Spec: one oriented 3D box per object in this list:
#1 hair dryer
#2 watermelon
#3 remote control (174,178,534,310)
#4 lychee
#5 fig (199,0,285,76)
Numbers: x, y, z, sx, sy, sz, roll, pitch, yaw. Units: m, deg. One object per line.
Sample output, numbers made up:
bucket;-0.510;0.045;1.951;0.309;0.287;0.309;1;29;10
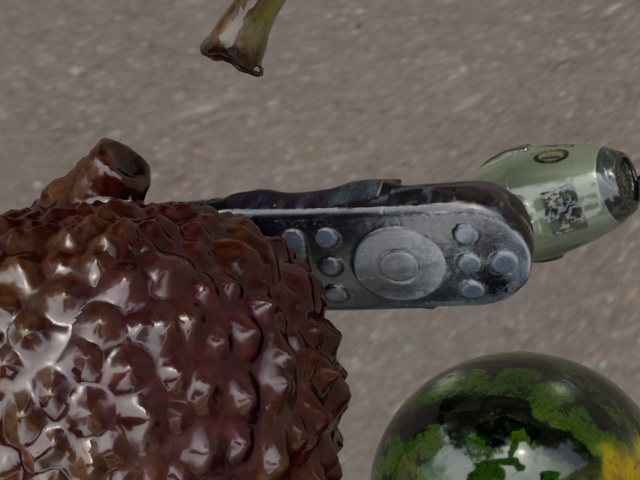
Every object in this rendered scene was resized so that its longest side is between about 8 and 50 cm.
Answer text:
hair dryer;0.091;0.002;1.427;0.219;0.225;0.088;-9;106;49
watermelon;0.167;0.218;1.675;0.269;0.269;0.269;5;104;20
remote control;0.000;0.000;1.234;0.265;0.066;0.090;-2;122;9
lychee;-0.133;0.109;1.098;0.306;0.306;0.330;1;87;21
fig;0.060;-0.183;0.547;0.203;0.249;0.186;6;132;25
